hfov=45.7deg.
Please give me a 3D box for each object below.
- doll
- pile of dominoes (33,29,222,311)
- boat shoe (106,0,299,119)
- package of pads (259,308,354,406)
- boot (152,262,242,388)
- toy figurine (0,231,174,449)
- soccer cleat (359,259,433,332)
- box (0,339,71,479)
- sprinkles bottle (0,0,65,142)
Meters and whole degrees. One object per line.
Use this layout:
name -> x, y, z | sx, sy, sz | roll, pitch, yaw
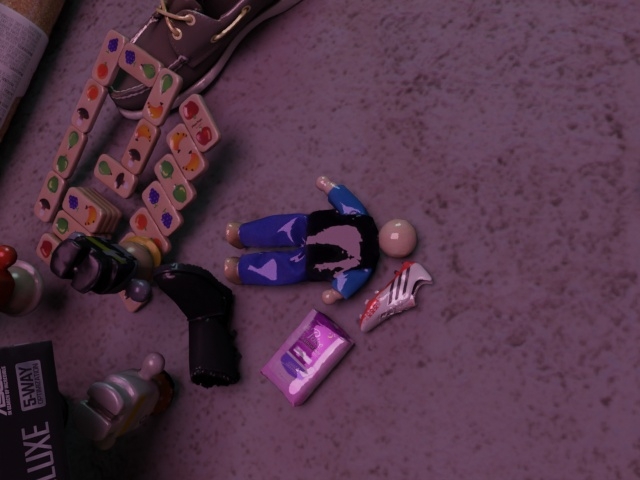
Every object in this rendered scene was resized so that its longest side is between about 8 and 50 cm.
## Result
doll -> 0.000, 0.000, 0.738 | 0.188, 0.046, 0.129 | -3, 75, 20
pile of dominoes -> -0.219, -0.072, 0.802 | 0.196, 0.040, 0.251 | 36, 107, 24
boat shoe -> -0.126, -0.255, 0.831 | 0.305, 0.091, 0.109 | -38, 66, 6
package of pads -> -0.012, 0.111, 0.719 | 0.050, 0.032, 0.083 | 41, 92, 22
boot -> -0.115, 0.083, 0.720 | 0.045, 0.121, 0.099 | -13, 65, 19
toy figurine -> -0.250, 0.100, 0.737 | 0.209, 0.148, 0.213 | -14, 85, 10
soccer cleat -> 0.069, 0.056, 0.706 | 0.035, 0.029, 0.083 | 39, 86, 29
box -> -0.329, 0.222, 0.625 | 0.307, 0.076, 0.243 | -12, 85, 32
sprinkles bottle -> -0.414, -0.187, 0.902 | 0.121, 0.121, 0.356 | 18, 82, 24
